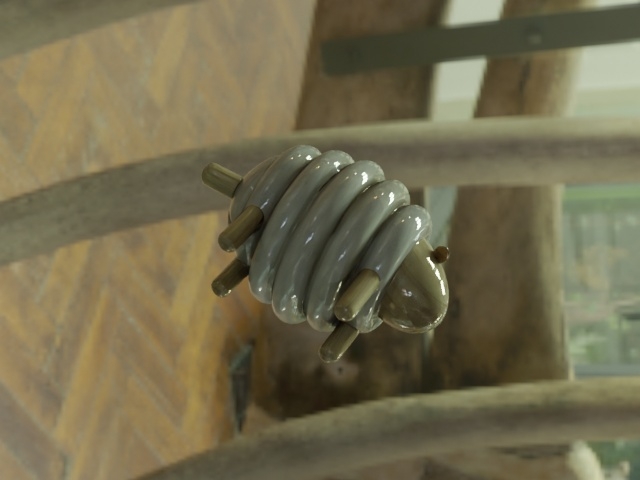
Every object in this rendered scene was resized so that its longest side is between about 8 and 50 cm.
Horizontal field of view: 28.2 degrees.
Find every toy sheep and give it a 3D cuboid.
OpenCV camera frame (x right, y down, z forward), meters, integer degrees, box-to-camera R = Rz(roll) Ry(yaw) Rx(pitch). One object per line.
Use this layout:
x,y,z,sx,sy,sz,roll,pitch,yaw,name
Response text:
0.000,0.000,0.576,0.091,0.132,0.091,-54,168,-17,toy sheep
